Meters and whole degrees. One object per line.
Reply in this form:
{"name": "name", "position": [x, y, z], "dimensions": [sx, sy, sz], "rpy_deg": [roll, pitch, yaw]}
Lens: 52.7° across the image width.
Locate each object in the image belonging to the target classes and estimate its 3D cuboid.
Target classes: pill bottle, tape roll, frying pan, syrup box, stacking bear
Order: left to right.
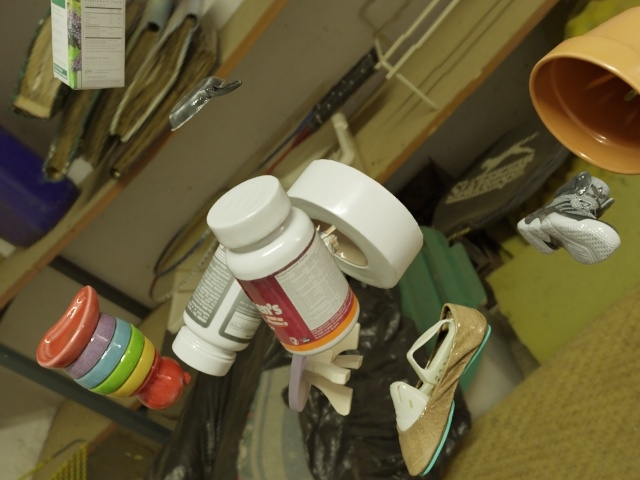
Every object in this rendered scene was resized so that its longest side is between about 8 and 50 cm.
{"name": "syrup box", "position": [-0.385, -0.380, 1.072], "dimensions": [0.093, 0.096, 0.237], "rpy_deg": [33, 125, 40]}
{"name": "stacking bear", "position": [-0.408, 0.254, 1.341], "dimensions": [0.175, 0.289, 0.164], "rpy_deg": [-51, 30, 0]}
{"name": "frying pan", "position": [-0.315, -0.356, 1.667], "dimensions": [0.197, 0.053, 0.326], "rpy_deg": [-46, 21, -4]}
{"name": "pill bottle", "position": [-0.197, 0.136, 1.405], "dimensions": [0.283, 0.161, 0.161], "rpy_deg": [-61, 22, 4]}
{"name": "pill bottle", "position": [-0.046, 0.034, 0.829], "dimensions": [0.121, 0.221, 0.121], "rpy_deg": [-23, 31, 14]}
{"name": "tape roll", "position": [0.059, -0.030, 1.285], "dimensions": [0.100, 0.286, 0.286], "rpy_deg": [-53, 21, -16]}

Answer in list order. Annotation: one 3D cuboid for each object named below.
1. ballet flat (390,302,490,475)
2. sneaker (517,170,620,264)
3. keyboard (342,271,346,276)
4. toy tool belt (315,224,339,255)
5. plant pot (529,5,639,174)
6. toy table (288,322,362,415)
{"name": "ballet flat", "position": [0.209, 0.266, 1.233], "dimensions": [0.342, 0.124, 0.116], "rpy_deg": [-60, 11, -18]}
{"name": "sneaker", "position": [0.457, -0.048, 1.125], "dimensions": [0.153, 0.101, 0.268], "rpy_deg": [-45, 8, -3]}
{"name": "keyboard", "position": [0.087, 0.057, 1.997], "dimensions": [0.108, 0.023, 0.180], "rpy_deg": [18, 51, 22]}
{"name": "toy tool belt", "position": [0.000, 0.000, 1.029], "dimensions": [0.083, 0.052, 0.051], "rpy_deg": [2, 70, 67]}
{"name": "plant pot", "position": [0.578, -0.296, 1.220], "dimensions": [0.203, 0.291, 0.291], "rpy_deg": [-44, 21, -9]}
{"name": "toy table", "position": [0.018, 0.348, 1.795], "dimensions": [0.252, 0.160, 0.274], "rpy_deg": [-39, -45, -70]}
